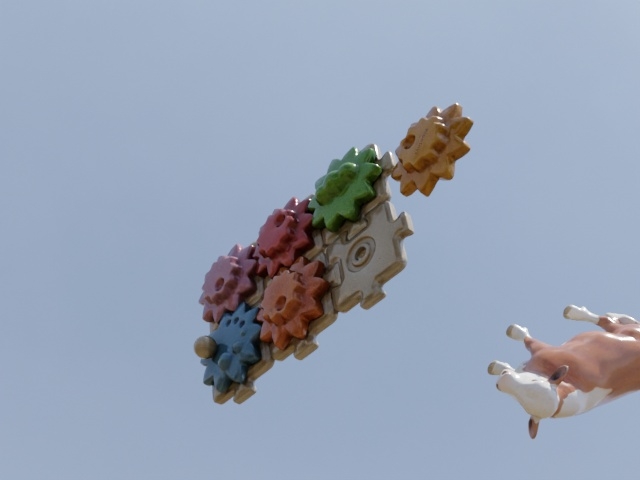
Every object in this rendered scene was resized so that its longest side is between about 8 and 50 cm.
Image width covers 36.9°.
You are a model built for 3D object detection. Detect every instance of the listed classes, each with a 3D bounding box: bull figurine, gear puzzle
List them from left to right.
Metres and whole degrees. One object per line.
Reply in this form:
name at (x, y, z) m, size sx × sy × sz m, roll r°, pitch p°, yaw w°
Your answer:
gear puzzle at (0.000, 0.000, 0.838) m, size 0.044 × 0.175 × 0.339 m, roll 32°, pitch -58°, yaw -33°
bull figurine at (0.350, 0.174, 1.329) m, size 0.310 × 0.188 × 0.101 m, roll -8°, pitch -68°, yaw -24°
